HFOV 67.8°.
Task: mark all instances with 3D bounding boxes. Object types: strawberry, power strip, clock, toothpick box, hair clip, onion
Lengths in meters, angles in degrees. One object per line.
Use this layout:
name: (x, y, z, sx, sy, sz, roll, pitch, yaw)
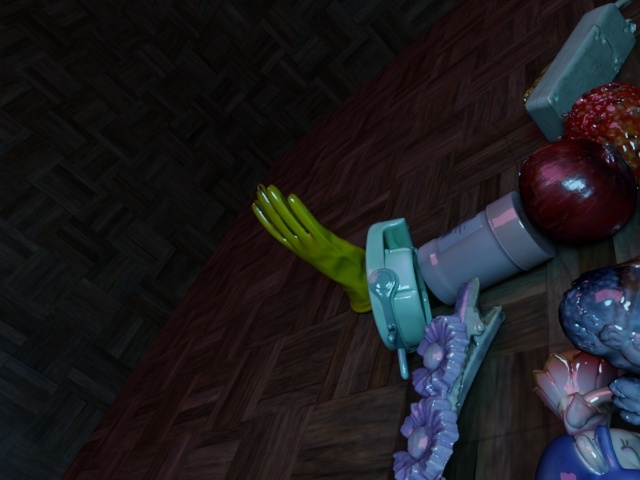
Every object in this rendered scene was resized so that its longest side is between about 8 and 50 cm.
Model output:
strawberry: (0.379, -0.147, 0.632, 0.140, 0.085, 0.192, -14, 39, 57)
power strip: (0.438, -0.291, 0.776, 0.288, 0.093, 0.053, -53, 20, -16)
clock: (0.113, 0.084, 0.664, 0.066, 0.159, 0.211, -13, 37, 16)
toothpick box: (0.218, 0.014, 0.637, 0.149, 0.098, 0.098, -36, 21, 34)
hair clip: (0.141, 0.177, 0.534, 0.292, 0.084, 0.106, -64, 6, -30)
onion: (0.301, -0.062, 0.562, 0.131, 0.131, 0.131, -42, 19, 18)

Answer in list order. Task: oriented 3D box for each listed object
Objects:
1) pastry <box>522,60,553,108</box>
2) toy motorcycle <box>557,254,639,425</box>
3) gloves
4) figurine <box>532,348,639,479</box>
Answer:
pastry: (0.428, -0.294, 0.867, 0.140, 0.056, 0.080, -56, 8, -17)
toy motorcycle: (0.253, 0.098, 0.217, 0.401, 0.207, 0.134, -100, 33, -66)
gloves: (0.001, 0.000, 0.848, 0.133, 0.294, 0.116, -25, 29, 51)
figurine: (0.210, 0.169, 0.355, 0.102, 0.111, 0.195, -20, 25, 30)
